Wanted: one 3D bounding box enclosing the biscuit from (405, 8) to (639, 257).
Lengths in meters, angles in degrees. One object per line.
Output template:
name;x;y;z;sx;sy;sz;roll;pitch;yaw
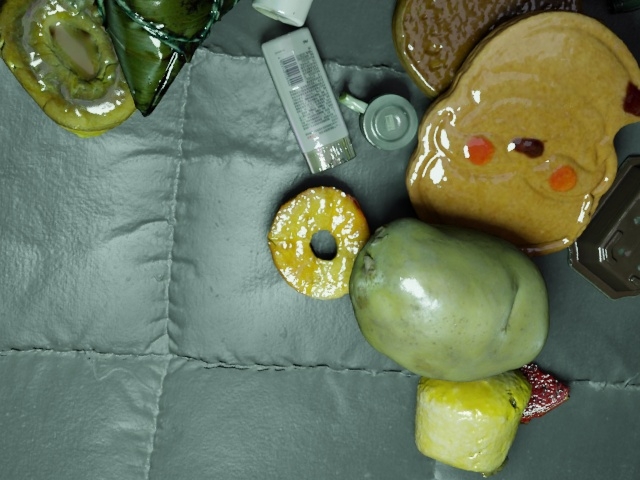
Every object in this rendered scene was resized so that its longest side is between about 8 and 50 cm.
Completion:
biscuit;0.333;-0.158;1.753;0.350;0.078;0.455;20;107;-12

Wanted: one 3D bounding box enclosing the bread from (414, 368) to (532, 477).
bread;0.252;0.285;1.794;0.197;0.197;0.170;3;109;-10

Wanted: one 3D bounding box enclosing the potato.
potato;0.199;0.097;1.700;0.326;0.221;0.243;10;116;-18

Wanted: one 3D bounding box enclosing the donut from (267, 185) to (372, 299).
donut;-0.001;0.001;1.760;0.174;0.074;0.190;-42;106;-4

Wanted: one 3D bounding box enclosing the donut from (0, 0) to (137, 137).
donut;-0.371;-0.293;1.628;0.208;0.128;0.261;-44;104;-3

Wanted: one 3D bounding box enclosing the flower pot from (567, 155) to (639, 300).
flower pot;0.557;-0.019;1.850;0.179;0.084;0.251;37;90;-12

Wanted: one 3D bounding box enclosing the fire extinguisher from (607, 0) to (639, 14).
fire extinguisher;0.535;-0.408;1.827;0.083;0.025;0.038;-19;138;-7

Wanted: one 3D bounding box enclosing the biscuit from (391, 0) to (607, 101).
biscuit;0.309;-0.376;1.766;0.381;0.074;0.359;-44;105;-5

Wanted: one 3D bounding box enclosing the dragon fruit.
dragon fruit;0.369;0.288;1.881;0.097;0.063;0.131;39;89;20

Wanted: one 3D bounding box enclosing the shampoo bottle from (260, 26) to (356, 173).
shampoo bottle;-0.019;-0.226;1.734;0.086;0.056;0.227;-24;101;-8

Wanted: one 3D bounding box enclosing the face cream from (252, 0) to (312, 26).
face cream;-0.014;-0.499;1.683;0.092;0.092;0.311;20;94;-12

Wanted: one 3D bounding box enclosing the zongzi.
zongzi;-0.149;-0.420;1.546;0.362;0.383;0.319;3;139;-1

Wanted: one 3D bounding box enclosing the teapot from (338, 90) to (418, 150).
teapot;0.094;-0.209;1.741;0.092;0.091;0.124;-35;107;-5
